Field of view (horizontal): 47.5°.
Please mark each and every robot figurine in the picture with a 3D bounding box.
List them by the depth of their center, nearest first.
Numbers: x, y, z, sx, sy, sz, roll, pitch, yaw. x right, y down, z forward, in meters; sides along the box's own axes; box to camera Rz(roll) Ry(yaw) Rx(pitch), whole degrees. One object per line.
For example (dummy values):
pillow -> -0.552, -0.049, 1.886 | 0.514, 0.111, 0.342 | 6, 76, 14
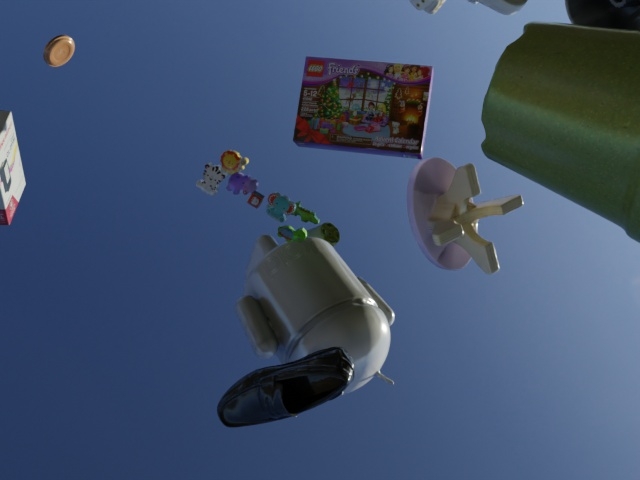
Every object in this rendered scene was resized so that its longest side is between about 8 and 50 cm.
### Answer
robot figurine -> -0.009, 0.135, 1.318 | 0.299, 0.200, 0.353 | -12, -132, -33

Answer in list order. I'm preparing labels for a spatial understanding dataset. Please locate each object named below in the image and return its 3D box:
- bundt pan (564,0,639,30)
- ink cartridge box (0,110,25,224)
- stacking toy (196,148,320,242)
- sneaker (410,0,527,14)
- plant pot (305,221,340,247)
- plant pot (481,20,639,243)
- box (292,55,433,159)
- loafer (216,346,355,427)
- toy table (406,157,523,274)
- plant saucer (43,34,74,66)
bundt pan -> 0.590, -0.470, 1.328 | 0.124, 0.331, 0.331 | -23, -122, -10
ink cartridge box -> -0.603, -0.134, 1.331 | 0.072, 0.175, 0.127 | 4, -136, -7
stacking toy -> -0.102, -0.081, 1.297 | 0.221, 0.052, 0.167 | 32, -162, -1
sneaker -> 0.277, -0.510, 1.458 | 0.108, 0.169, 0.292 | -32, -111, -28
plant pot -> 0.000, 0.000, 1.562 | 0.083, 0.079, 0.083 | 19, -124, -31
plant pot -> 0.341, -0.144, 0.863 | 0.253, 0.276, 0.276 | 26, -140, 29
box -> 0.096, -0.299, 1.637 | 0.293, 0.057, 0.201 | 7, -96, 12
loafer -> -0.055, 0.221, 1.055 | 0.076, 0.223, 0.078 | 62, -166, -16
toy table -> 0.317, -0.055, 1.665 | 0.252, 0.161, 0.274 | -36, -70, -21
plant saucer -> -0.621, -0.450, 1.736 | 0.013, 0.083, 0.083 | 41, -134, 16
